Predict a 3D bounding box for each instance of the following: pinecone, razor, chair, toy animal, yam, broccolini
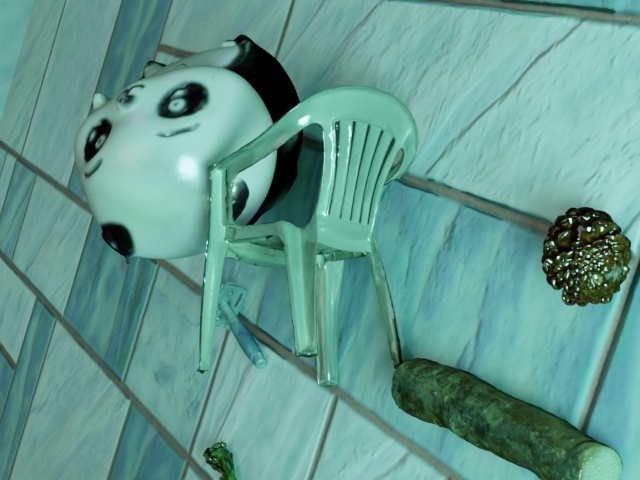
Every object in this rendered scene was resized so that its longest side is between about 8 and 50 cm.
[{"bbox_3d":[0.214,0.011,1.037,0.077,0.077,0.083,-63,20,22],"label":"pinecone"},{"bbox_3d":[-0.098,0.117,1.596,0.135,0.040,0.068,51,123,48],"label":"razor"},{"bbox_3d":[0.000,0.000,1.310,0.190,0.203,0.275,-16,71,46],"label":"chair"},{"bbox_3d":[-0.145,-0.099,1.478,0.251,0.251,0.310,-57,3,31],"label":"toy animal"},{"bbox_3d":[0.152,0.158,1.097,0.274,0.061,0.061,19,94,61],"label":"yam"},{"bbox_3d":[-0.101,0.286,1.534,0.035,0.030,0.140,-40,34,-10],"label":"broccolini"}]
